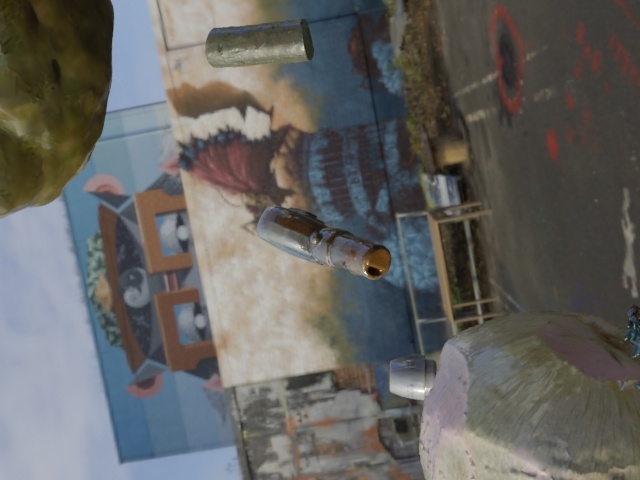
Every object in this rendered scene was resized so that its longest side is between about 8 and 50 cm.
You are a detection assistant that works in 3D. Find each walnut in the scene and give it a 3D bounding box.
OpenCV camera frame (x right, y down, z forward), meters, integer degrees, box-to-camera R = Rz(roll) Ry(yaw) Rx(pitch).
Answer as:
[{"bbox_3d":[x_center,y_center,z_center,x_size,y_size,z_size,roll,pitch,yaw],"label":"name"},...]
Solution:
[{"bbox_3d":[-0.325,-0.146,0.594,0.253,0.282,0.276,-56,-22,-50],"label":"walnut"}]

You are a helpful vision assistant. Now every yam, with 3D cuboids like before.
[{"bbox_3d":[-0.093,-0.305,1.078,0.068,0.170,0.068,2,-90,-69],"label":"yam"}]

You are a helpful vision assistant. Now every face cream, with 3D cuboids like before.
[{"bbox_3d":[0.190,0.280,1.418,0.091,0.095,0.091,1,-90,-83],"label":"face cream"}]

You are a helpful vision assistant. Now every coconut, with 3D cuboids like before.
[{"bbox_3d":[0.244,0.202,0.698,0.297,0.298,0.254,-95,4,-57],"label":"coconut"}]

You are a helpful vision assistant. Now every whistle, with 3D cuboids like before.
[{"bbox_3d":[0.000,0.000,0.798,0.220,0.107,0.057,19,84,55],"label":"whistle"}]

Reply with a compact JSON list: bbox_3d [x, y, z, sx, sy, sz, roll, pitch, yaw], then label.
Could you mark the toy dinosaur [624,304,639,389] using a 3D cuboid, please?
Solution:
[{"bbox_3d":[0.228,0.094,0.426,0.154,0.055,0.049,-93,-4,-51],"label":"toy dinosaur"}]
